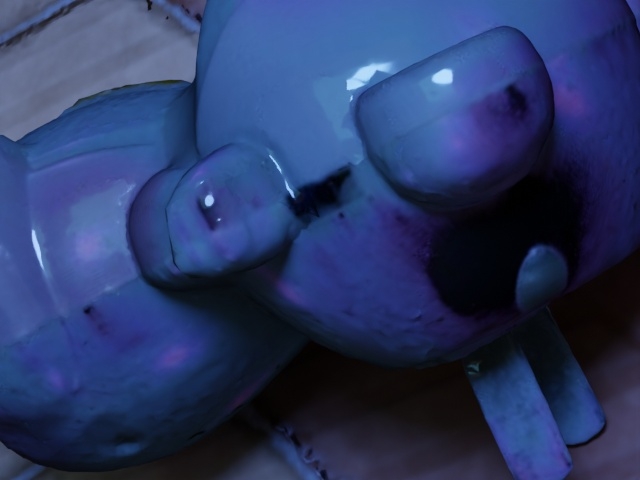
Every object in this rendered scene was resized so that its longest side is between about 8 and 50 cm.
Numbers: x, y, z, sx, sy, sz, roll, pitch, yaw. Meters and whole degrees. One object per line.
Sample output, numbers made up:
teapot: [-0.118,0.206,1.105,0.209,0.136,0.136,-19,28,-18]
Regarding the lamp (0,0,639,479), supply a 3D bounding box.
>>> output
lamp: [0.000,0.000,0.762,0.301,0.247,0.247,-26,89,24]
